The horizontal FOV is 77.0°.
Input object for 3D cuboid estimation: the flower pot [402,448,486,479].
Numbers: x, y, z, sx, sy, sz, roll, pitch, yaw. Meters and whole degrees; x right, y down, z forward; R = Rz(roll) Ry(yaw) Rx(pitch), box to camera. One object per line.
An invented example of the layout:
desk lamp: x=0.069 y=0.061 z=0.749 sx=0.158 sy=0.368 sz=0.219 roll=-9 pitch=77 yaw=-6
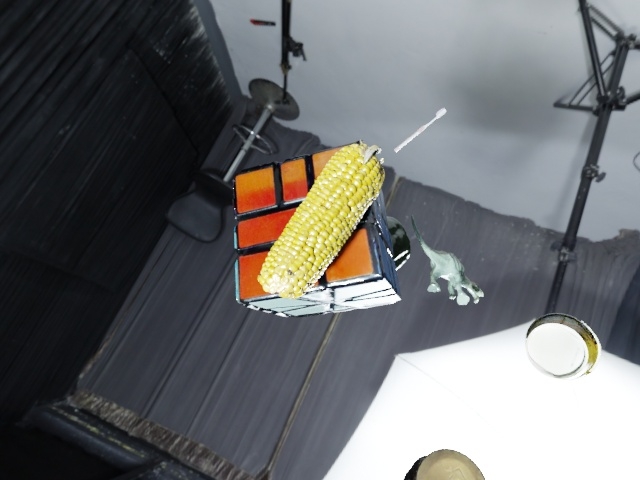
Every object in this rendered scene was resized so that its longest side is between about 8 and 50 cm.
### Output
flower pot: x=0.370 y=0.748 z=1.176 sx=0.266 sy=0.267 sz=0.267 roll=18 pitch=145 yaw=25

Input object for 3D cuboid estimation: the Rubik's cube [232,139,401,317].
Rubik's cube: x=0.000 y=0.000 z=0.859 sx=0.293 sy=0.284 sz=0.288 roll=-8 pitch=162 yaw=13

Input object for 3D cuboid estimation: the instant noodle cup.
instant noodle cup: x=0.518 y=0.237 z=0.879 sx=0.151 sy=0.152 sz=0.122 roll=13 pitch=-178 yaw=39

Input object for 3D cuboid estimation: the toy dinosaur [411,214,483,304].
toy dinosaur: x=0.358 y=0.083 z=1.170 sx=0.393 sy=0.205 sz=0.092 roll=44 pitch=126 yaw=-13

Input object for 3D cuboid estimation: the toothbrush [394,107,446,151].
toothbrush: x=0.150 y=-0.167 z=0.614 sx=0.006 sy=0.008 sz=0.097 roll=27 pitch=130 yaw=-34

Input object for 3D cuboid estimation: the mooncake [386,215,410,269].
mooncake: x=0.176 y=0.013 z=1.188 sx=0.175 sy=0.104 sz=0.168 roll=45 pitch=146 yaw=15

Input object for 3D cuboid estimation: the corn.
corn: x=0.010 y=-0.032 z=0.628 sx=0.106 sy=0.293 sz=0.106 roll=27 pitch=160 yaw=11
